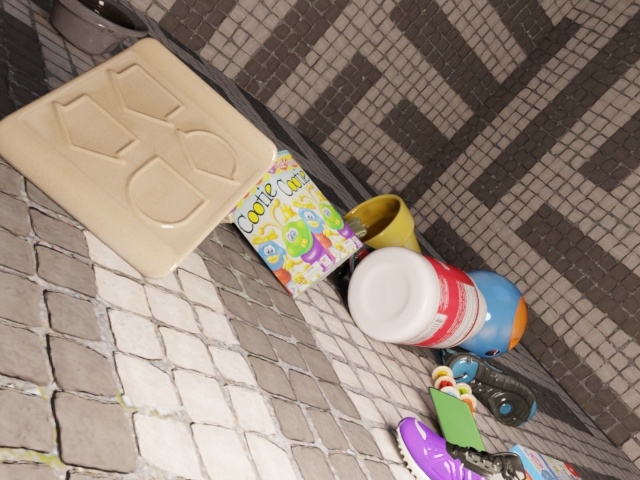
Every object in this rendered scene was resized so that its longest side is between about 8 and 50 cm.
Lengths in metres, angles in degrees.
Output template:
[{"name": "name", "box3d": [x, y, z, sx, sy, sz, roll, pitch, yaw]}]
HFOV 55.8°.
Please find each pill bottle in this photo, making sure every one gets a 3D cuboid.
[{"name": "pill bottle", "box3d": [0.269, 0.159, 1.548, 0.408, 0.229, 0.229, 18, 27, -51]}]

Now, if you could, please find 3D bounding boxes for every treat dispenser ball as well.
[{"name": "treat dispenser ball", "box3d": [0.528, 0.242, 1.985, 0.288, 0.288, 0.288, 40, 13, -11]}]

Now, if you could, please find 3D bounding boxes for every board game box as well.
[{"name": "board game box", "box3d": [-0.065, -0.041, 1.305, 0.275, 0.142, 0.144, 51, 31, 6]}, {"name": "board game box", "box3d": [0.545, 0.606, 1.283, 0.308, 0.086, 0.302, 31, 16, -41]}]

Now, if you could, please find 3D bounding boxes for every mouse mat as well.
[{"name": "mouse mat", "box3d": [0.301, 0.402, 1.307, 0.190, 0.007, 0.152, 32, 33, -43]}]

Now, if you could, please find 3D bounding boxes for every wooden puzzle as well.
[{"name": "wooden puzzle", "box3d": [-0.281, -0.140, 0.986, 0.322, 0.080, 0.347, 41, 50, -5]}]

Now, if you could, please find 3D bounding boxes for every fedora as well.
[{"name": "fedora", "box3d": [-0.620, -0.589, 1.643, 0.244, 0.124, 0.275, 43, 21, 14]}]

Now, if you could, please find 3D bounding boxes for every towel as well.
[{"name": "towel", "box3d": [0.060, -0.016, 1.773, 0.110, 0.148, 0.027, -112, 178, -63]}]

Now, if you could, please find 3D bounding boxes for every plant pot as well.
[{"name": "plant pot", "box3d": [0.197, 0.026, 1.865, 0.239, 0.254, 0.254, 55, 7, -25]}]

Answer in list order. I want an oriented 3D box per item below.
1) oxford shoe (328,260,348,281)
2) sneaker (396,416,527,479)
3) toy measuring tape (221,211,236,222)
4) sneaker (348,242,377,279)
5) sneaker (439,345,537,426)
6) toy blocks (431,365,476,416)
[{"name": "oxford shoe", "box3d": [0.000, 0.000, 1.553, 0.096, 0.083, 0.227, 46, -23, 48]}, {"name": "sneaker", "box3d": [0.264, 0.390, 1.013, 0.293, 0.146, 0.102, 46, 13, 16]}, {"name": "toy measuring tape", "box3d": [-0.269, -0.120, 1.152, 0.121, 0.121, 0.330, 49, 14, 29]}, {"name": "sneaker", "box3d": [0.110, 0.089, 1.619, 0.125, 0.104, 0.261, 37, -18, 38]}, {"name": "sneaker", "box3d": [0.471, 0.393, 1.689, 0.341, 0.125, 0.139, 40, 8, -20]}, {"name": "toy blocks", "box3d": [0.328, 0.381, 1.452, 0.123, 0.054, 0.148, 42, 14, -10]}]
